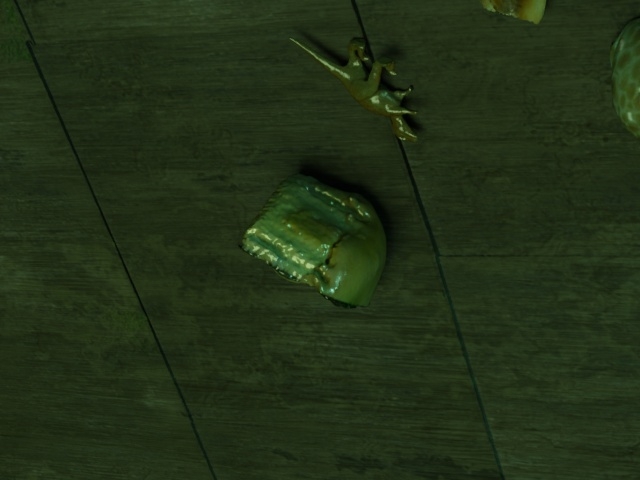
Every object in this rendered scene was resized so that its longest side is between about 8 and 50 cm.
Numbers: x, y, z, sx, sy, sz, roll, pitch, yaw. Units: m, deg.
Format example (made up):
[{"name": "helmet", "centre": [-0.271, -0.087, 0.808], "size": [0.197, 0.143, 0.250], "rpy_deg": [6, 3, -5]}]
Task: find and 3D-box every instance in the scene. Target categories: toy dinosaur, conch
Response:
[{"name": "toy dinosaur", "centre": [0.043, -0.182, 2.136], "size": [0.162, 0.039, 0.126], "rpy_deg": [12, 134, 22]}, {"name": "conch", "centre": [0.374, -0.157, 1.927], "size": [0.116, 0.106, 0.173], "rpy_deg": [-18, 104, 18]}]

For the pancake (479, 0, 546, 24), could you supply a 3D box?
[{"name": "pancake", "centre": [0.125, -0.350, 1.929], "size": [0.244, 0.057, 0.266], "rpy_deg": [9, 132, 24]}]

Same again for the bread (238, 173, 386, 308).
[{"name": "bread", "centre": [0.004, -0.007, 2.247], "size": [0.174, 0.251, 0.133], "rpy_deg": [27, 92, 9]}]
